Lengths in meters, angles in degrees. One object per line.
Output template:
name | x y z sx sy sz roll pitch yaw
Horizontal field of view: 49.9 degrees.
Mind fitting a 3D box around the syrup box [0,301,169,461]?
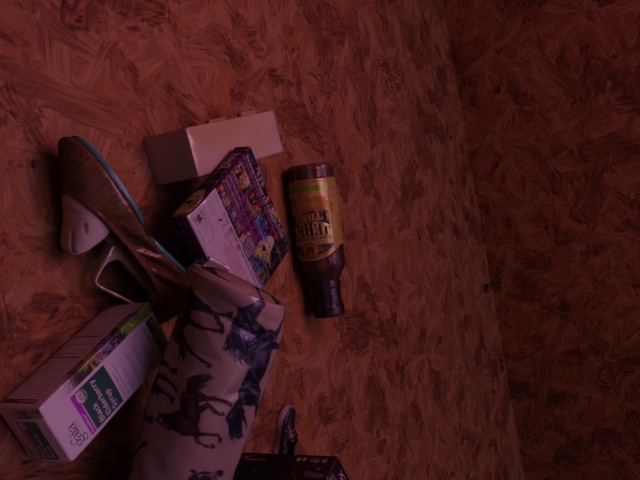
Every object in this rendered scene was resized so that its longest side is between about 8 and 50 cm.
syrup box | -0.326 0.194 0.978 0.237 0.096 0.093 -52 128 -51

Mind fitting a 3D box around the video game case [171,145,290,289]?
video game case | -0.147 -0.012 1.206 0.210 0.042 0.232 -57 138 -41

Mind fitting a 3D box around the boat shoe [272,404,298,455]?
boat shoe | -0.066 0.409 1.411 0.049 0.040 0.142 42 50 -47

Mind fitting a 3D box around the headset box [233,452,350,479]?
headset box | -0.095 0.512 1.172 0.293 0.218 0.110 -54 127 -48

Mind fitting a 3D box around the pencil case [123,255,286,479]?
pencil case | -0.180 0.236 1.011 0.160 0.183 0.410 20 88 -46

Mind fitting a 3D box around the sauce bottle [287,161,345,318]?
sauce bottle | 0.000 0.000 1.539 0.111 0.111 0.344 -10 90 -59

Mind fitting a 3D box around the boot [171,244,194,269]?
boot | -0.212 0.093 1.231 0.086 0.069 0.190 -37 113 -40

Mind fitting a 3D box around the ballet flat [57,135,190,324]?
ballet flat | -0.314 0.008 1.048 0.124 0.116 0.342 -49 129 -26

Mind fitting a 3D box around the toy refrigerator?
toy refrigerator | -0.191 -0.180 1.274 0.269 0.102 0.094 -28 107 -56
